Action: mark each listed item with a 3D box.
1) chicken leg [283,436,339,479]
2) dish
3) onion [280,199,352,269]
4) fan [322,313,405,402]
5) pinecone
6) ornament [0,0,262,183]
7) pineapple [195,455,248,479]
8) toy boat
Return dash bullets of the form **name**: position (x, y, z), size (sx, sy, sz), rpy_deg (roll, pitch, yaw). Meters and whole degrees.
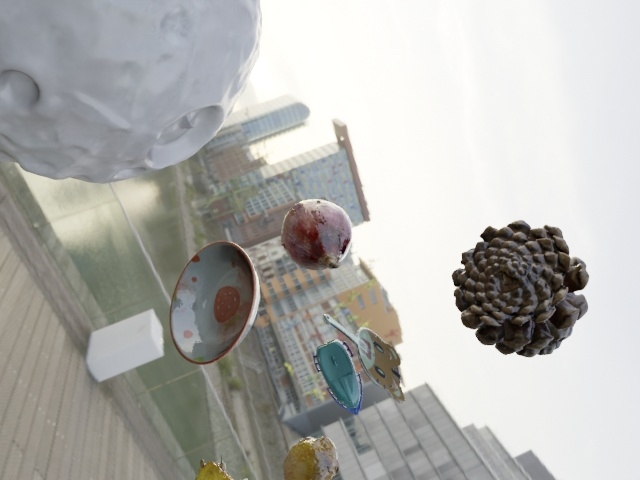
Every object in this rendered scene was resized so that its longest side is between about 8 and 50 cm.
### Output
- **chicken leg**: position (-0.039, 0.515, 1.069), size (0.107, 0.252, 0.087), rpy_deg (14, -6, 43)
- **dish**: position (-0.206, 0.136, 1.125), size (0.085, 0.260, 0.260), rpy_deg (26, 29, -48)
- **onion**: position (0.000, 0.000, 1.122), size (0.195, 0.159, 0.160), rpy_deg (-121, -168, -57)
- **fan**: position (0.086, 0.206, 1.013), size (0.226, 0.008, 0.153), rpy_deg (42, 25, -20)
- **pinecone**: position (0.560, 0.155, 1.460), size (0.384, 0.384, 0.385), rpy_deg (159, -90, -82)
- **ornament**: position (-0.210, -0.213, 0.487), size (0.337, 0.336, 0.337), rpy_deg (159, -90, -82)
- **pineapple**: position (-0.140, 0.534, 0.837), size (0.335, 0.161, 0.158), rpy_deg (-80, 148, -51)
- **toy boat**: position (0.048, 0.309, 1.198), size (0.110, 0.091, 0.175), rpy_deg (95, -29, -82)
